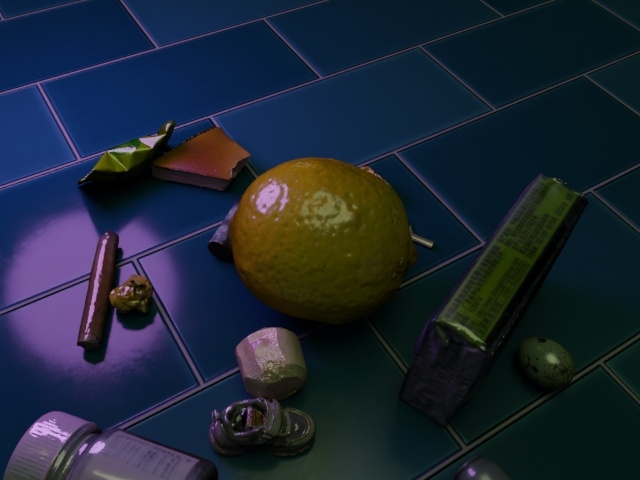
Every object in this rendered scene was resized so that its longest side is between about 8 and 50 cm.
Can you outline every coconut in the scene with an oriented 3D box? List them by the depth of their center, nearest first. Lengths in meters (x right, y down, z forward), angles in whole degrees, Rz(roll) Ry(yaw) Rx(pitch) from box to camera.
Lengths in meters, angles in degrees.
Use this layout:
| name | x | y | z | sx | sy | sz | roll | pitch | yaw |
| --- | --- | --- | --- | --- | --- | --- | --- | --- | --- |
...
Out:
| name | x | y | z | sx | sy | sz | roll | pitch | yaw |
| --- | --- | --- | --- | --- | --- | --- | --- | --- | --- |
| coconut | -0.086 | 0.209 | 1.120 | 0.116 | 0.116 | 0.122 | -13 | 53 | -14 |

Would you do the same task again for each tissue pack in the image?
| name | x | y | z | sx | sy | sz | roll | pitch | yaw |
| --- | --- | --- | --- | --- | --- | --- | --- | --- | --- |
| tissue pack | 0.301 | 0.102 | 1.119 | 0.124 | 0.288 | 0.394 | 32 | 55 | 18 |

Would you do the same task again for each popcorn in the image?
| name | x | y | z | sx | sy | sz | roll | pitch | yaw |
| --- | --- | --- | --- | --- | --- | --- | --- | --- | --- |
| popcorn | -0.353 | 0.111 | 1.223 | 0.084 | 0.084 | 0.084 | 2 | 50 | -2 |

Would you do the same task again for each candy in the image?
| name | x | y | z | sx | sy | sz | roll | pitch | yaw |
| --- | --- | --- | --- | --- | --- | --- | --- | --- | --- |
| candy | -0.428 | -0.179 | 1.420 | 0.246 | 0.149 | 0.069 | -31 | 94 | -24 |

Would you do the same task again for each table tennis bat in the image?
| name | x | y | z | sx | sy | sz | roll | pitch | yaw |
| --- | --- | --- | --- | --- | --- | --- | --- | --- | --- |
| table tennis bat | 0.173 | -0.019 | 1.388 | 0.156 | 0.013 | 0.087 | 25 | 52 | 17 |

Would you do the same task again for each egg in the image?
| name | x | y | z | sx | sy | sz | roll | pitch | yaw |
| --- | --- | --- | --- | --- | --- | --- | --- | --- | --- |
| egg | 0.408 | 0.221 | 1.159 | 0.085 | 0.085 | 0.110 | -26 | 41 | -23 |

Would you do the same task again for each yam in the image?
| name | x | y | z | sx | sy | sz | roll | pitch | yaw |
| --- | --- | --- | --- | --- | --- | --- | --- | --- | --- |
| yam | -0.428 | 0.090 | 1.237 | 0.046 | 0.046 | 0.264 | -1 | 51 | -5 |

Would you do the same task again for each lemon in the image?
| name | x | y | z | sx | sy | sz | roll | pitch | yaw |
| --- | --- | --- | --- | --- | --- | --- | --- | --- | --- |
| lemon | 0.002 | 0.001 | 1.171 | 0.336 | 0.336 | 0.336 | 2 | 50 | -2 |

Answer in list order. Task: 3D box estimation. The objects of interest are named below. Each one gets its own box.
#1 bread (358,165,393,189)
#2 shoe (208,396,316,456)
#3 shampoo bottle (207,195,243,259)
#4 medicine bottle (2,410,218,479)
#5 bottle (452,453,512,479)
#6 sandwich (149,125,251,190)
| name | x | y | z | sx | sy | sz | roll | pitch | yaw |
| --- | --- | --- | --- | --- | --- | --- | --- | --- | --- |
| bread | 0.112 | -0.120 | 1.448 | 0.083 | 0.044 | 0.110 | -34 | 63 | -26 |
| shoe | -0.096 | 0.300 | 1.055 | 0.180 | 0.092 | 0.089 | 0 | 50 | -4 |
| shampoo bottle | -0.167 | -0.048 | 1.362 | 0.063 | 0.057 | 0.208 | 16 | 49 | 19 |
| medicine bottle | -0.304 | 0.366 | 0.942 | 0.273 | 0.165 | 0.165 | 15 | 51 | 10 |
| bottle | 0.306 | 0.449 | 0.972 | 0.096 | 0.079 | 0.254 | -47 | 61 | 9 |
| sandwich | -0.263 | -0.166 | 1.452 | 0.193 | 0.058 | 0.162 | -35 | 61 | -26 |
